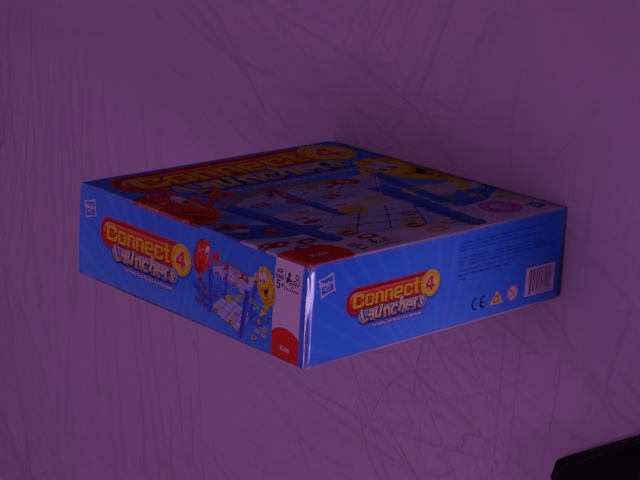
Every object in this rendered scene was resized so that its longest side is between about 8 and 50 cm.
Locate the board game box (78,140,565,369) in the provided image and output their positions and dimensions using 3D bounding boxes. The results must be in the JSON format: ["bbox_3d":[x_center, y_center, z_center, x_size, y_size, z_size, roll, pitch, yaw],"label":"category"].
[{"bbox_3d":[0.000,0.000,1.440,0.302,0.308,0.086,19,113,44],"label":"board game box"}]

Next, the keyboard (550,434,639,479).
[{"bbox_3d":[0.326,0.247,1.349,0.317,0.033,0.202,-26,74,50],"label":"keyboard"}]
